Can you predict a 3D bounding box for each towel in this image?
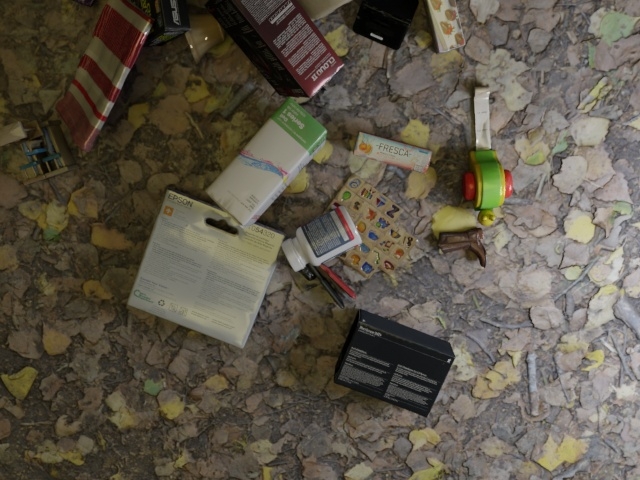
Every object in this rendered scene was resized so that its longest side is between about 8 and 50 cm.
[{"bbox_3d":[-0.503,-0.391,1.303,0.037,0.237,0.329,19,108,-46],"label":"towel"}]

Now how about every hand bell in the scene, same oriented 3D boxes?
[{"bbox_3d":[-0.195,-0.506,1.317,0.241,0.126,0.126,-19,101,-4],"label":"hand bell"}]

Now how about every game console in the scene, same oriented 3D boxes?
[{"bbox_3d":[0.151,-0.524,1.326,0.122,0.071,0.107,23,133,-1],"label":"game console"}]

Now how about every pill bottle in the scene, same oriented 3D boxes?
[{"bbox_3d":[0.000,0.000,1.388,0.180,0.108,0.108,-27,100,1],"label":"pill bottle"}]

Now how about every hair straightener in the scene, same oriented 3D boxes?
[{"bbox_3d":[-0.017,0.093,1.460,0.230,0.047,0.089,44,101,-6],"label":"hair straightener"}]

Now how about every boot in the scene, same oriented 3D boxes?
[{"bbox_3d":[0.354,0.025,1.427,0.114,0.037,0.107,-10,89,2],"label":"boot"}]

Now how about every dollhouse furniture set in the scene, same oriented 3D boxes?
[{"bbox_3d":[-0.701,-0.206,1.362,0.128,0.184,0.129,-17,102,7],"label":"dollhouse furniture set"}]

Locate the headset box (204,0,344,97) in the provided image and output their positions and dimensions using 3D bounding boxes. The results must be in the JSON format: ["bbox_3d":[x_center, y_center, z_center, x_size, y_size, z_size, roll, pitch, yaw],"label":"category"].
[{"bbox_3d":[-0.093,-0.430,1.219,0.110,0.218,0.293,-45,115,-5],"label":"headset box"}]

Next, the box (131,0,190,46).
[{"bbox_3d":[-0.367,-0.580,1.245,0.060,0.216,0.270,-14,105,-30],"label":"box"}]

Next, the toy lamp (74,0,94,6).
[{"bbox_3d":[-0.516,-0.679,1.298,0.080,0.080,0.275,19,102,-1],"label":"toy lamp"}]

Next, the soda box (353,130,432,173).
[{"bbox_3d":[0.172,-0.213,1.370,0.183,0.063,0.058,15,103,-1],"label":"soda box"}]

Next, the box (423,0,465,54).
[{"bbox_3d":[0.254,-0.588,1.278,0.063,0.067,0.324,-16,102,7],"label":"box"}]

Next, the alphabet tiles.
[{"bbox_3d":[0.120,-0.024,1.446,0.237,0.009,0.198,36,102,-5],"label":"alphabet tiles"}]

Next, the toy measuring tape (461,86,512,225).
[{"bbox_3d":[0.391,-0.193,1.336,0.121,0.121,0.330,-3,103,4],"label":"toy measuring tape"}]

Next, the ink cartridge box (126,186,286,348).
[{"bbox_3d":[-0.289,0.071,1.461,0.324,0.071,0.330,22,98,-2],"label":"ink cartridge box"}]

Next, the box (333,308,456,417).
[{"bbox_3d":[0.188,0.315,1.472,0.261,0.103,0.184,21,106,-1],"label":"box"}]

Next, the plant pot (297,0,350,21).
[{"bbox_3d":[-0.023,-0.636,1.179,0.333,0.334,0.306,-28,112,9],"label":"plant pot"}]

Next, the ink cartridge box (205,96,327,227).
[{"bbox_3d":[-0.118,-0.170,1.300,0.117,0.201,0.278,42,91,-2],"label":"ink cartridge box"}]
